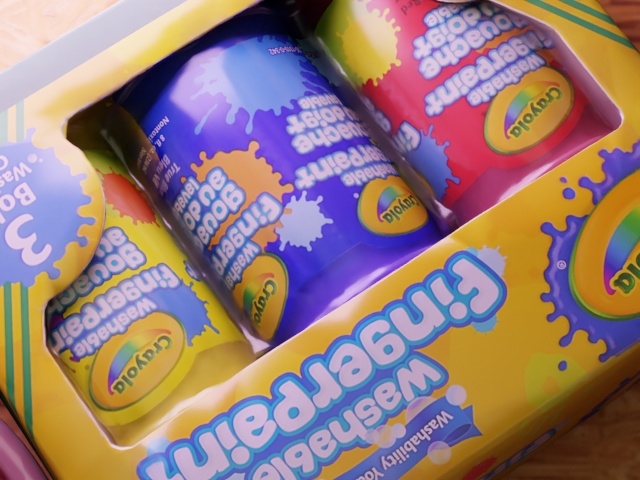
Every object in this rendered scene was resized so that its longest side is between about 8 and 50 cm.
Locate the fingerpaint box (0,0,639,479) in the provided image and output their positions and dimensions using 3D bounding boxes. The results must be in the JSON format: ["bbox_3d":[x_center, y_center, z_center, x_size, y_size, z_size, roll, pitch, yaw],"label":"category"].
[{"bbox_3d":[0.000,0.000,1.163,0.444,0.163,0.371,-32,73,-11],"label":"fingerpaint box"}]

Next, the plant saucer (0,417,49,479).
[{"bbox_3d":[-0.305,0.231,1.105,0.332,0.084,0.332,0,78,0],"label":"plant saucer"}]
